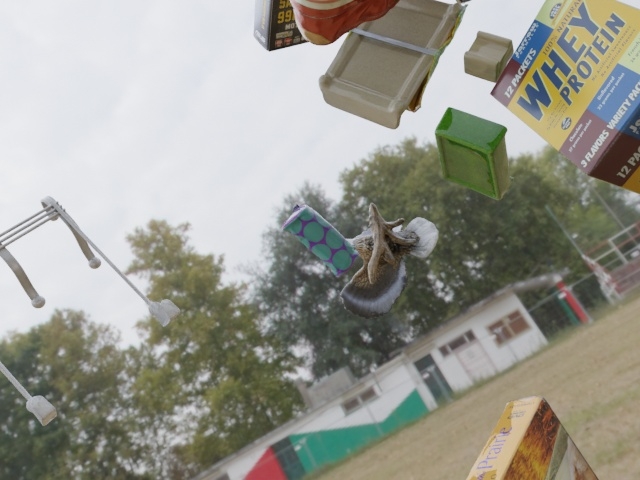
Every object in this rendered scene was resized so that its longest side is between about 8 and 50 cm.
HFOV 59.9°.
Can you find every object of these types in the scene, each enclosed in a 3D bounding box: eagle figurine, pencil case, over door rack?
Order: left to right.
[{"bbox_3d":[-0.418,0.102,0.859,0.239,0.324,0.108,-42,-18,-33],"label":"over door rack"},{"bbox_3d":[0.000,0.000,1.041,0.070,0.152,0.064,-34,21,41],"label":"pencil case"},{"bbox_3d":[0.130,0.035,1.350,0.226,0.225,0.298,-43,-18,-17],"label":"eagle figurine"}]

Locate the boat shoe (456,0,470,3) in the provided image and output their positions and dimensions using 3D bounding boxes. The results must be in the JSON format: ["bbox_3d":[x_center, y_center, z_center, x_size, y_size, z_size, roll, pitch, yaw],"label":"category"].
[{"bbox_3d":[0.259,-0.455,0.947,0.065,0.075,0.206,4,8,24],"label":"boat shoe"}]

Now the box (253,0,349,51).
[{"bbox_3d":[0.001,-0.437,0.946,0.231,0.056,0.183,-24,-31,-28],"label":"box"}]

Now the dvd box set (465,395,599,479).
[{"bbox_3d":[0.233,0.415,0.589,0.062,0.307,0.420,-33,0,44],"label":"dvd box set"}]

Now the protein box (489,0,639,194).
[{"bbox_3d":[0.328,-0.144,0.569,0.201,0.200,0.136,13,-59,-23],"label":"protein box"}]

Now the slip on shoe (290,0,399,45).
[{"bbox_3d":[0.082,-0.364,0.729,0.331,0.123,0.101,-43,-20,-25],"label":"slip on shoe"}]

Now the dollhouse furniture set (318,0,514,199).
[{"bbox_3d":[0.174,-0.227,0.833,0.197,0.301,0.151,-59,-26,-6],"label":"dollhouse furniture set"}]
